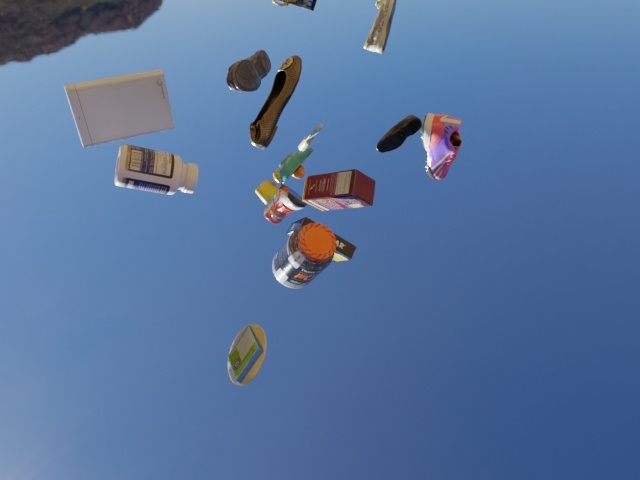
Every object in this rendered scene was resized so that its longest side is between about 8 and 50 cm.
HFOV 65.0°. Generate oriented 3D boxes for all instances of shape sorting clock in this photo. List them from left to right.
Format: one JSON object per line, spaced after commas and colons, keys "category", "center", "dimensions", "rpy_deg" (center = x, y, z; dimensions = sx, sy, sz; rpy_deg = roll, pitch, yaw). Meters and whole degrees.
{"category": "shape sorting clock", "center": [-0.246, 0.382, 1.691], "dimensions": [0.040, 0.206, 0.206], "rpy_deg": [28, -162, -33]}

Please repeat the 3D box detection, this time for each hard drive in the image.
{"category": "hard drive", "center": [-0.755, -0.506, 1.919], "dimensions": [0.353, 0.233, 0.047], "rpy_deg": [-19, -143, -24]}

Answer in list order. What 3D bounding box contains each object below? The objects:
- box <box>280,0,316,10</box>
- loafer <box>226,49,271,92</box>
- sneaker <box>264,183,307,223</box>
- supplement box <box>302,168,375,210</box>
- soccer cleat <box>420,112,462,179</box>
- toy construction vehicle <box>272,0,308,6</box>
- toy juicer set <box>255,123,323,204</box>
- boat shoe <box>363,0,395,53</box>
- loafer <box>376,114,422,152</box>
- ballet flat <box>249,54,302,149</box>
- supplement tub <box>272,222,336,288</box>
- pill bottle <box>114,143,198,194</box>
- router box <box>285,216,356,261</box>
{"category": "box", "center": [-0.091, -0.910, 1.578], "dimensions": [0.242, 0.307, 0.076], "rpy_deg": [11, -126, -15]}
{"category": "loafer", "center": [-0.259, -0.571, 1.728], "dimensions": [0.095, 0.109, 0.302], "rpy_deg": [-11, -151, 24]}
{"category": "sneaker", "center": [-0.135, -0.118, 1.886], "dimensions": [0.090, 0.145, 0.270], "rpy_deg": [32, -174, -21]}
{"category": "supplement box", "center": [0.053, -0.145, 1.467], "dimensions": [0.188, 0.080, 0.104], "rpy_deg": [-3, 163, 40]}
{"category": "soccer cleat", "center": [0.400, -0.288, 1.615], "dimensions": [0.116, 0.318, 0.108], "rpy_deg": [9, -112, 22]}
{"category": "toy construction vehicle", "center": [-0.093, -0.752, 1.570], "dimensions": [0.098, 0.035, 0.086], "rpy_deg": [-8, -159, -23]}
{"category": "toy juicer set", "center": [-0.097, -0.257, 1.792], "dimensions": [0.329, 0.089, 0.209], "rpy_deg": [-48, -173, -3]}
{"category": "boat shoe", "center": [0.248, -0.912, 2.037], "dimensions": [0.089, 0.285, 0.104], "rpy_deg": [16, -159, 8]}
{"category": "loafer", "center": [0.257, -0.356, 1.679], "dimensions": [0.170, 0.062, 0.061], "rpy_deg": [-33, -145, 8]}
{"category": "ballet flat", "center": [-0.111, -0.336, 1.191], "dimensions": [0.058, 0.250, 0.084], "rpy_deg": [26, 171, -27]}
{"category": "supplement tub", "center": [-0.039, 0.036, 1.219], "dimensions": [0.117, 0.190, 0.117], "rpy_deg": [9, -115, -19]}
{"category": "pill bottle", "center": [-0.368, -0.155, 1.133], "dimensions": [0.169, 0.094, 0.094], "rpy_deg": [9, -153, -27]}
{"category": "router box", "center": [0.000, 0.000, 1.474], "dimensions": [0.179, 0.133, 0.046], "rpy_deg": [30, -105, -15]}
